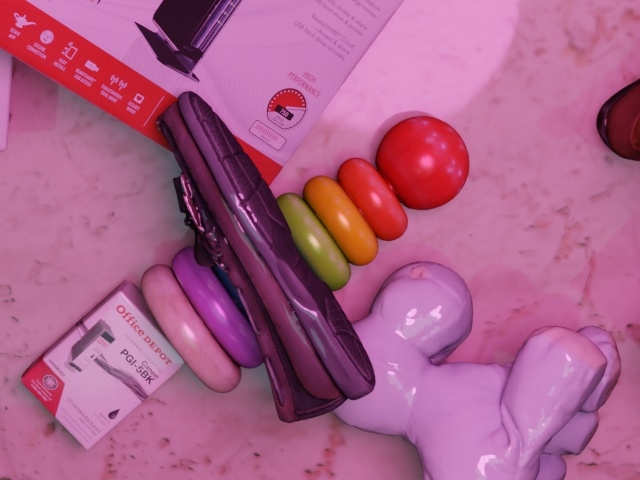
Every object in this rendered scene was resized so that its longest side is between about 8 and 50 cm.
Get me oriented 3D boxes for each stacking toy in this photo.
[{"bbox_3d":[0.000,0.000,1.252,0.330,0.141,0.141,-34,99,0],"label":"stacking toy"}]

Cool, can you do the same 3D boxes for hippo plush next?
[{"bbox_3d":[0.118,0.158,1.268,0.236,0.234,0.294,33,81,24],"label":"hippo plush"}]

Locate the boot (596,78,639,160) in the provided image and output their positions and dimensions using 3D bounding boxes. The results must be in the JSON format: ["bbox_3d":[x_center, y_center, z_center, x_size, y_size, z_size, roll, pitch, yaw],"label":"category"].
[{"bbox_3d":[0.374,-0.155,1.157,0.264,0.280,0.096,-31,99,3],"label":"boot"}]

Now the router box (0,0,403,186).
[{"bbox_3d":[-0.101,-0.237,1.149,0.335,0.082,0.301,31,98,-39],"label":"router box"}]

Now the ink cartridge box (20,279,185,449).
[{"bbox_3d":[-0.208,0.120,1.296,0.135,0.056,0.099,-42,97,5],"label":"ink cartridge box"}]

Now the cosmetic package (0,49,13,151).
[{"bbox_3d":[-0.376,-0.274,1.146,0.217,0.156,0.385,4,100,-27],"label":"cosmetic package"}]

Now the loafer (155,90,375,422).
[{"bbox_3d":[-0.066,0.021,1.135,0.095,0.109,0.302,-31,94,12],"label":"loafer"}]
